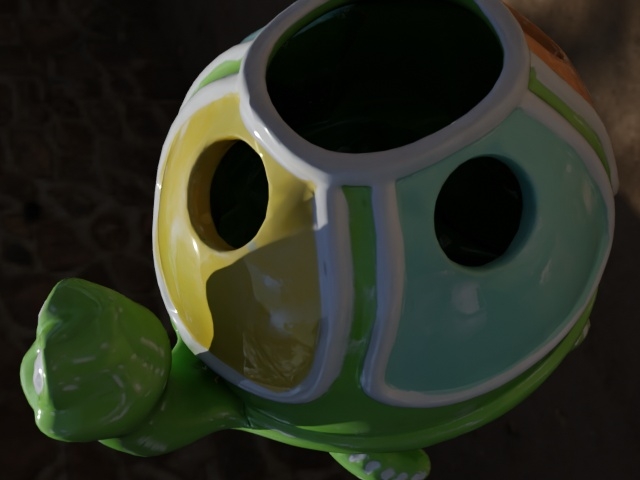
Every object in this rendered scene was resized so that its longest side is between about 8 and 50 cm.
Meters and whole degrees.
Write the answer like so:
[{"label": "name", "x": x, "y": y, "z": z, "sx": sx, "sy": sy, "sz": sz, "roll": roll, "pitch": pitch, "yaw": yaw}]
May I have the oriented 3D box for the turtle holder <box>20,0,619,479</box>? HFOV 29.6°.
[{"label": "turtle holder", "x": 0.003, "y": -0.017, "z": 0.651, "sx": 0.227, "sy": 0.320, "sz": 0.243, "roll": 85, "pitch": 175, "yaw": -58}]
